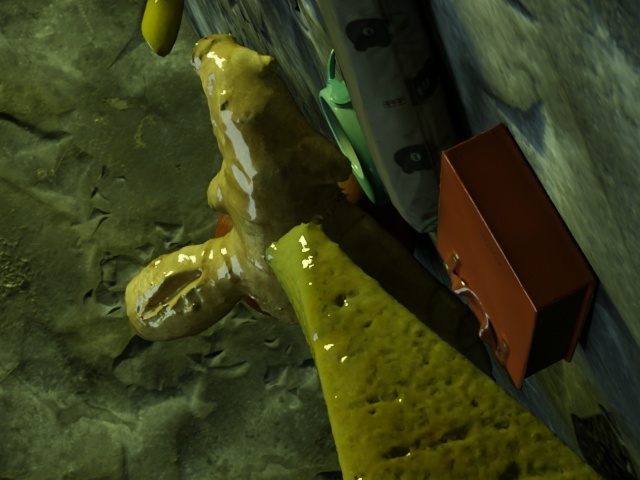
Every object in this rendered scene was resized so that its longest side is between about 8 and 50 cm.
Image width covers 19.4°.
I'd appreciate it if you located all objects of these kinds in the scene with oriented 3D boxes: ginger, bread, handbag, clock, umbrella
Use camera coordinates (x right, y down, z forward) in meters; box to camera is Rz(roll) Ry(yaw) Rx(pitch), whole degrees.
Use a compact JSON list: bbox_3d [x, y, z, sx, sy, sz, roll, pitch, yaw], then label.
[{"bbox_3d":[0.001,0.009,1.698,0.363,0.122,0.348,22,135,13],"label":"ginger"},{"bbox_3d":[0.114,0.136,1.502,0.233,0.245,0.362,70,-175,-69],"label":"bread"},{"bbox_3d":[0.128,0.016,1.269,0.127,0.063,0.190,61,173,18],"label":"handbag"},{"bbox_3d":[0.035,-0.108,1.715,0.147,0.045,0.108,62,175,11],"label":"clock"},{"bbox_3d":[0.045,-0.129,1.294,0.073,0.067,0.337,41,163,40],"label":"umbrella"}]

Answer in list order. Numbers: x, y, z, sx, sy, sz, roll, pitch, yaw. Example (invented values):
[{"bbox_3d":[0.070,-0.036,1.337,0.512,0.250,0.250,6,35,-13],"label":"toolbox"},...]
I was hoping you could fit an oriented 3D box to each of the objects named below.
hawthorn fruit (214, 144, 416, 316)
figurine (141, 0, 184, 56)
[{"bbox_3d":[0.000,0.000,1.910,0.199,0.199,0.251,62,-175,9],"label":"hawthorn fruit"},{"bbox_3d":[-0.206,-0.387,1.963,0.327,0.169,0.218,47,151,4],"label":"figurine"}]
